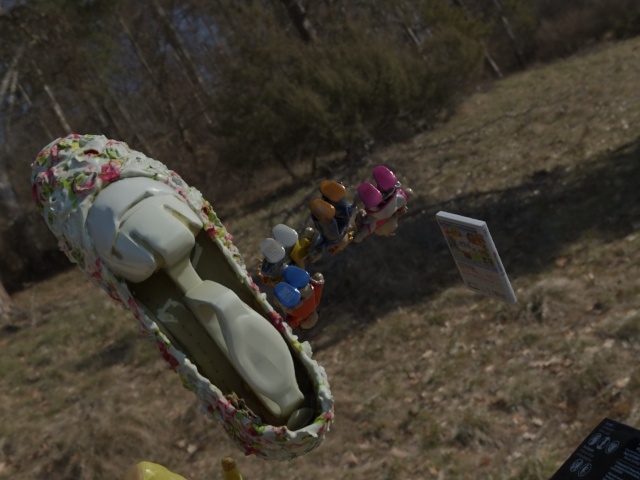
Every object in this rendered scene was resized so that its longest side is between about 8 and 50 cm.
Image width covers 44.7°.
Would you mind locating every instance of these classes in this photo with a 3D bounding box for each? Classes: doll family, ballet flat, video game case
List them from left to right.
[{"bbox_3d":[-0.071,0.026,0.446,0.091,0.241,0.077,-43,4,-22],"label":"ballet flat"},{"bbox_3d":[0.000,0.000,1.014,0.263,0.118,0.163,-48,-20,-12],"label":"doll family"},{"bbox_3d":[0.195,0.021,0.977,0.011,0.122,0.087,-37,26,-18],"label":"video game case"}]

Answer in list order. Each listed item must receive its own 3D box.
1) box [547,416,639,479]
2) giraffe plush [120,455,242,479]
[{"bbox_3d":[0.308,0.279,0.692,0.163,0.142,0.247,-44,3,-6],"label":"box"},{"bbox_3d":[-0.136,0.361,0.865,0.210,0.170,0.181,-2,-65,-33],"label":"giraffe plush"}]
